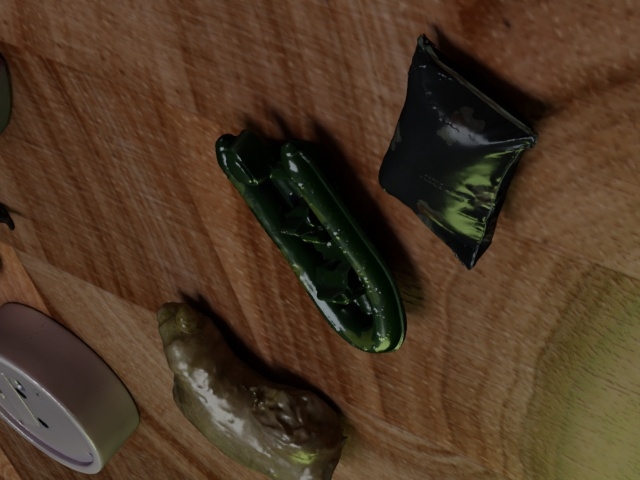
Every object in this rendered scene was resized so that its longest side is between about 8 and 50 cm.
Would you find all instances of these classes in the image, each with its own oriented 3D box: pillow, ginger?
[{"bbox_3d":[0.081,-0.051,1.091,0.090,0.048,0.150,27,149,8],"label":"pillow"},{"bbox_3d":[-0.071,0.148,1.592,0.213,0.074,0.137,35,137,3],"label":"ginger"}]

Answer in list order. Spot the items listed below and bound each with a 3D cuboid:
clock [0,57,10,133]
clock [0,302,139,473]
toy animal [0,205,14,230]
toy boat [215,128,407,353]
[{"bbox_3d":[-0.410,-0.184,1.494,0.338,0.102,0.338,31,152,19],"label":"clock"},{"bbox_3d":[-0.288,0.158,1.913,0.197,0.068,0.197,32,153,18],"label":"clock"},{"bbox_3d":[-0.377,0.009,1.731,0.197,0.160,0.272,16,152,38],"label":"toy animal"},{"bbox_3d":[0.000,0.000,1.279,0.104,0.052,0.210,6,137,47],"label":"toy boat"}]
